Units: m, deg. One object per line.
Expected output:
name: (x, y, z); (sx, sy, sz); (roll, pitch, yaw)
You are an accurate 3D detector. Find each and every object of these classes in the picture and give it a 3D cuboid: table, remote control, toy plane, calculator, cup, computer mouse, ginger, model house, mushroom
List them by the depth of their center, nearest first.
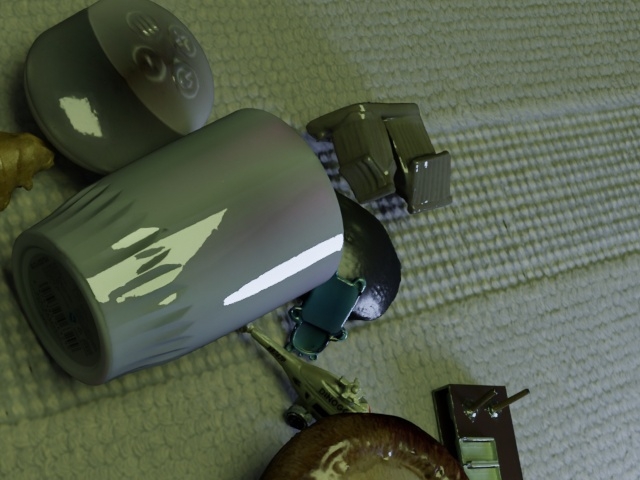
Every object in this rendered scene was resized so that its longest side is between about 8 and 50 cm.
ginger: (-0.412, -0.082, 1.558); (0.205, 0.081, 0.115); (-6, 44, -32)
cup: (-0.170, 0.011, 1.589); (0.371, 0.253, 0.253); (-30, 91, -35)
mushroom: (0.058, 0.383, 1.643); (0.345, 0.239, 0.345); (17, 70, -57)
remote control: (-0.261, -0.209, 1.706); (0.221, 0.103, 0.332); (51, 40, -7)
toy plane: (-0.023, 0.182, 1.745); (0.286, 0.108, 0.092); (41, 51, -1)
calculator: (0.004, 0.102, 1.794); (0.094, 0.019, 0.141); (27, 96, -18)
computer mouse: (0.003, -0.001, 1.850); (0.295, 0.087, 0.168); (36, 55, -19)
table: (0.262, 0.326, 1.895); (0.121, 0.111, 0.240); (5, 67, -36)
model house: (0.105, -0.123, 1.948); (0.229, 0.122, 0.188); (-5, 62, -43)
